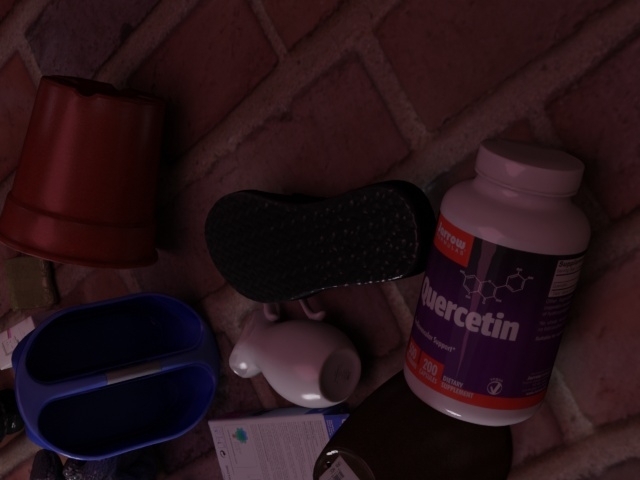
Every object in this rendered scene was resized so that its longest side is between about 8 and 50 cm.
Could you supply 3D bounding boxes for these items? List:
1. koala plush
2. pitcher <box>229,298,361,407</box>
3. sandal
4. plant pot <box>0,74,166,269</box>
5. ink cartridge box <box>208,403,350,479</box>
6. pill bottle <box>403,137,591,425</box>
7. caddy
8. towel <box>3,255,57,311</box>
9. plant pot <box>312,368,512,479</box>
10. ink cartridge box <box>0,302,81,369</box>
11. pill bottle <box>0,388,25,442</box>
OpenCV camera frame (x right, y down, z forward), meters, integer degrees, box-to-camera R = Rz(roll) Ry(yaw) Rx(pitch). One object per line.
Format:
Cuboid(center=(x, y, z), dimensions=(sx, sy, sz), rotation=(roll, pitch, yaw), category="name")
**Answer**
Cuboid(center=(-0.385, 0.338, 1.849), dimensions=(0.196, 0.203, 0.221), rotation=(-13, 69, 32), category="koala plush")
Cuboid(center=(-0.032, 0.147, 1.534), dimensions=(0.207, 0.125, 0.178), rotation=(16, 94, 49), category="pitcher")
Cuboid(center=(0.001, 0.002, 1.464), dimensions=(0.445, 0.107, 0.168), rotation=(-1, 98, 45), category="sandal")
Cuboid(center=(-0.374, -0.119, 1.679), dimensions=(0.272, 0.272, 0.265), rotation=(21, 105, 35), category="plant pot")
Cuboid(center=(-0.035, 0.353, 1.606), dimensions=(0.311, 0.065, 0.186), rotation=(-13, 92, 44), category="ink cartridge box")
Cuboid(center=(0.216, 0.048, 1.252), dimensions=(0.181, 0.181, 0.323), rotation=(25, 114, 34), category="pill bottle")
Cuboid(center=(-0.330, 0.215, 1.660), dimensions=(0.179, 0.341, 0.241), rotation=(-16, 86, 57), category="caddy")
Cuboid(center=(-0.569, 0.081, 2.023), dimensions=(0.148, 0.027, 0.110), rotation=(-9, 93, 42), category="towel")
Cuboid(center=(0.102, 0.289, 1.367), dimensions=(0.215, 0.230, 0.216), rotation=(10, 105, 39), category="plant pot")
Cuboid(center=(-0.543, 0.188, 1.965), dimensions=(0.198, 0.115, 0.067), rotation=(-25, 83, 41), category="ink cartridge box")
Cuboid(center=(-0.711, 0.371, 2.075), dimensions=(0.122, 0.219, 0.123), rotation=(9, 105, 39), category="pill bottle")
